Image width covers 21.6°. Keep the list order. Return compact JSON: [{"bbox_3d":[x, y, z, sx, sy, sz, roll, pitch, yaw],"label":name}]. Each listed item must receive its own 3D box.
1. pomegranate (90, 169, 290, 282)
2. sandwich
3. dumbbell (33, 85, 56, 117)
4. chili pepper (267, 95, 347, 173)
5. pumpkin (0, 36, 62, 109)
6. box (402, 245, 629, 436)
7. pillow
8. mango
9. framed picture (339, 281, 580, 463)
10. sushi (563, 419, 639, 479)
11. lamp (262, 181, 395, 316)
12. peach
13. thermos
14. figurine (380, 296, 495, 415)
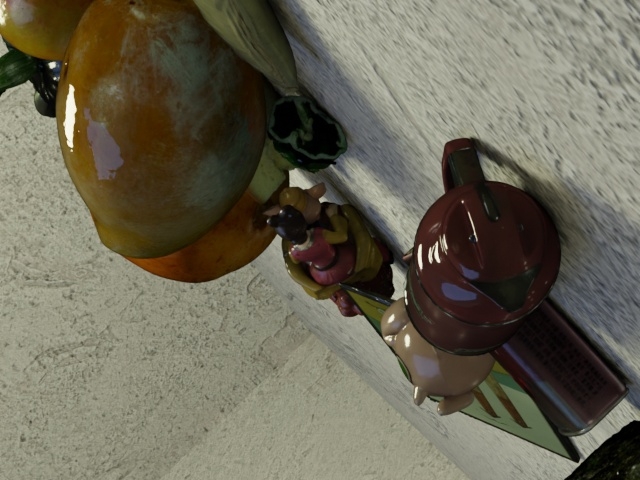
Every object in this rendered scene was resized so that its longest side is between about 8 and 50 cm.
[{"bbox_3d":[-0.169,-0.077,2.110,0.264,0.264,0.264,46,175,6],"label":"pomegranate"},{"bbox_3d":[-0.103,-0.151,1.868,0.258,0.094,0.096,50,175,-23],"label":"sandwich"},{"bbox_3d":[-0.298,-0.206,2.452,0.290,0.192,0.192,44,174,8],"label":"dumbbell"},{"bbox_3d":[-0.012,-0.096,1.782,0.088,0.059,0.227,41,176,5],"label":"chili pepper"},{"bbox_3d":[-0.335,-0.251,2.136,0.248,0.248,0.248,46,175,6],"label":"pumpkin"},{"bbox_3d":[0.175,0.074,1.529,0.224,0.069,0.120,48,175,-2],"label":"box"},{"bbox_3d":[-0.082,-0.214,1.459,0.119,0.053,0.208,48,176,34],"label":"pillow"},{"bbox_3d":[-0.161,-0.109,1.688,0.199,0.221,0.384,32,142,13],"label":"mango"},{"bbox_3d":[0.178,0.166,2.085,0.244,0.013,0.324,21,160,35],"label":"framed picture"},{"bbox_3d":[0.297,0.242,1.508,0.124,0.127,0.225,47,173,-4],"label":"sushi"},{"bbox_3d":[0.000,0.000,2.056,0.118,0.118,0.253,41,179,45],"label":"lamp"},{"bbox_3d":[-0.259,-0.282,1.724,0.197,0.197,0.197,46,175,6],"label":"peach"},{"bbox_3d":[0.127,0.007,1.300,0.109,0.136,0.330,18,172,4],"label":"thermos"},{"bbox_3d":[0.133,0.112,1.841,0.125,0.125,0.138,37,154,59],"label":"figurine"}]
